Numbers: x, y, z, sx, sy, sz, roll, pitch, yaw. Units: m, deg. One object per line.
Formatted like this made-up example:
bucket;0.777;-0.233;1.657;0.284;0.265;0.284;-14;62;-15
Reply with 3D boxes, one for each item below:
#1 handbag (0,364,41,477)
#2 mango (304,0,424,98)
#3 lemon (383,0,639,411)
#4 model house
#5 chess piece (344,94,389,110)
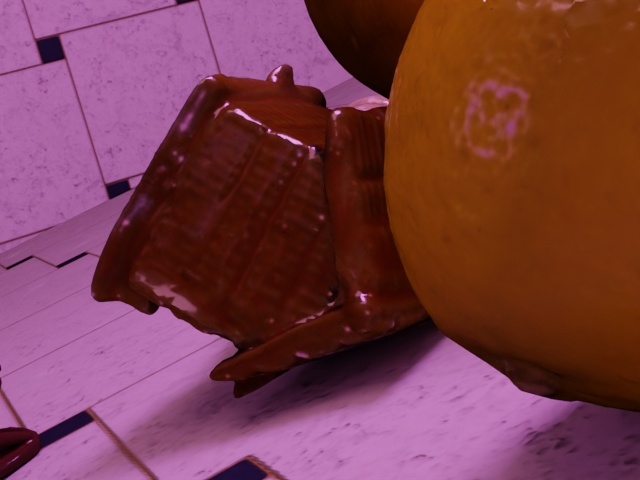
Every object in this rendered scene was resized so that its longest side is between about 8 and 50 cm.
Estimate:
handbag;-0.384;0.198;1.011;0.260;0.084;0.275;-16;14;37
mango;0.132;-0.195;1.039;0.300;0.232;0.446;20;12;-6
lemon;0.141;-0.030;0.587;0.219;0.240;0.240;-65;14;-1
model house;-0.001;-0.001;0.933;0.229;0.219;0.199;31;11;28
chess piece;0.003;-0.028;1.205;0.117;0.117;0.397;-20;13;25
